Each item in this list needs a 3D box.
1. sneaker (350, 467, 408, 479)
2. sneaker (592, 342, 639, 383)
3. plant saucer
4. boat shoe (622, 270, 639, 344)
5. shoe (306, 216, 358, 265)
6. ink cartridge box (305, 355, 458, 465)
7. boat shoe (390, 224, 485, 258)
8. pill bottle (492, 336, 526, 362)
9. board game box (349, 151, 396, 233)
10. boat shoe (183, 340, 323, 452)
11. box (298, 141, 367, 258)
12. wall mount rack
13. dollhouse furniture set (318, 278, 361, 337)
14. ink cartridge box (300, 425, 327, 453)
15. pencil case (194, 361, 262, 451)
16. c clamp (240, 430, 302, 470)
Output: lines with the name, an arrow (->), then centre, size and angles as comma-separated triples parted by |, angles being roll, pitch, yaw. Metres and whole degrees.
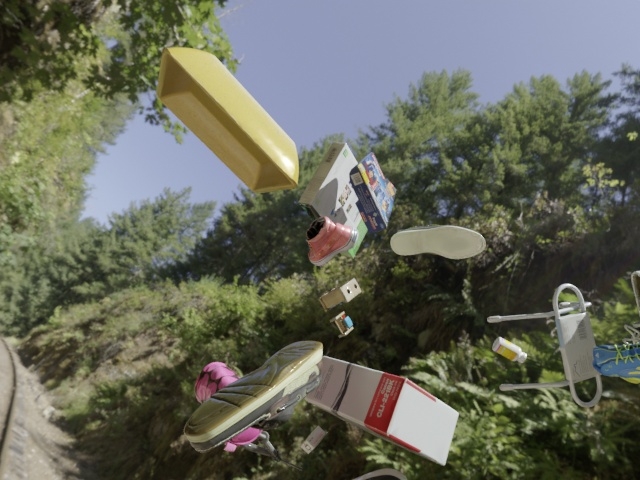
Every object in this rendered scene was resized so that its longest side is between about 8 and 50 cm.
sneaker -> 0.040, 0.568, 0.810 | 0.295, 0.147, 0.105 | -37, -96, 20
sneaker -> 0.680, 0.263, 0.885 | 0.126, 0.091, 0.240 | 2, -28, 8
plant saucer -> -0.194, -0.250, 0.894 | 0.333, 0.081, 0.332 | 46, -14, -20
boat shoe -> 0.939, 0.260, 1.158 | 0.156, 0.368, 0.136 | 1, -13, 9
shoe -> 0.000, 0.000, 0.865 | 0.081, 0.064, 0.178 | 24, -26, -21
ink cartridge box -> 0.126, 0.366, 0.906 | 0.197, 0.114, 0.272 | 39, -26, -28
boat shoe -> 0.390, -0.003, 1.362 | 0.304, 0.091, 0.109 | 0, -75, 30
pill bottle -> 0.530, 0.309, 1.150 | 0.083, 0.043, 0.043 | 29, -33, 14
board game box -> 0.157, -0.150, 1.207 | 0.060, 0.194, 0.194 | -18, -73, 31
boat shoe -> -0.065, 0.202, 0.520 | 0.080, 0.223, 0.074 | -11, -82, 37
box -> 0.075, -0.119, 1.317 | 0.058, 0.233, 0.322 | 15, -23, 38
wall mount rack -> 0.674, 0.311, 1.208 | 0.130, 0.303, 0.351 | 154, -72, -73
dollhouse furniture set -> 0.111, 0.280, 1.710 | 0.129, 0.128, 0.184 | -31, -94, 36
ink cartridge box -> -0.016, 0.490, 1.013 | 0.028, 0.048, 0.083 | 40, -39, 13
pencil case -> -0.184, 0.313, 0.795 | 0.095, 0.098, 0.209 | 27, -10, -27
c clamp -> -0.117, 0.406, 0.816 | 0.137, 0.022, 0.161 | 4, -42, 24
